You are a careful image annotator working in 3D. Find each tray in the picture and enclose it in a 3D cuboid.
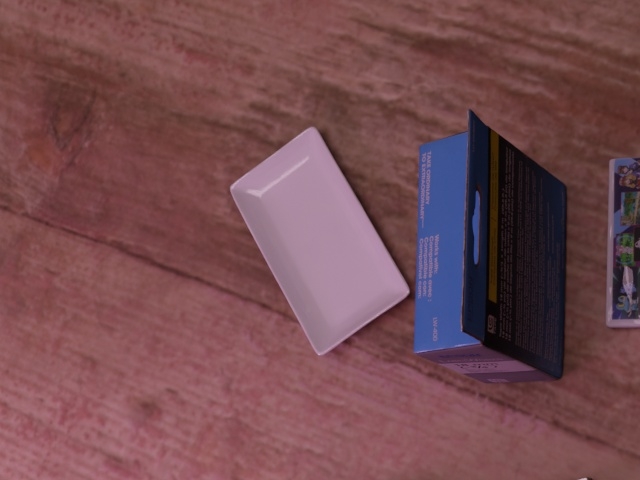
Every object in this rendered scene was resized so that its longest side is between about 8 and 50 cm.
[{"bbox_3d":[0.000,0.000,2.148,0.145,0.030,0.270,-36,65,15],"label":"tray"}]

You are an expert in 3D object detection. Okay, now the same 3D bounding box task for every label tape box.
[{"bbox_3d":[0.172,0.015,1.884,0.106,0.334,0.240,-4,76,26],"label":"label tape box"}]

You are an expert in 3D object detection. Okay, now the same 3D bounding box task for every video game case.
[{"bbox_3d":[0.418,0.000,1.945,0.183,0.023,0.201,-2,77,26],"label":"video game case"}]

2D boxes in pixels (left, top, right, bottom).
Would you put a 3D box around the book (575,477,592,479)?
[{"bbox_3d":[0.250,0.334,1.942,0.144,0.035,0.096,-18,73,19],"label":"book"}]
